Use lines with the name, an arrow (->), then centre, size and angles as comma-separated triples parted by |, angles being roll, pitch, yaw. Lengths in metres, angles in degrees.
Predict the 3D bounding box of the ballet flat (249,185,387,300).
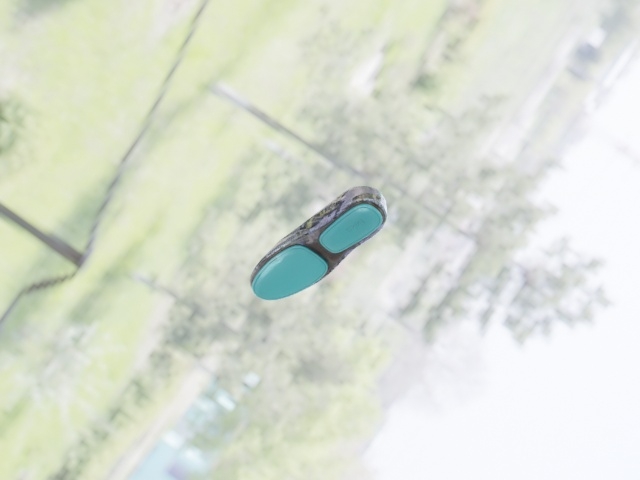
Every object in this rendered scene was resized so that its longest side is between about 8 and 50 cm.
ballet flat -> 0.000, 0.000, 1.127 | 0.114, 0.041, 0.041 | -35, -176, 26
